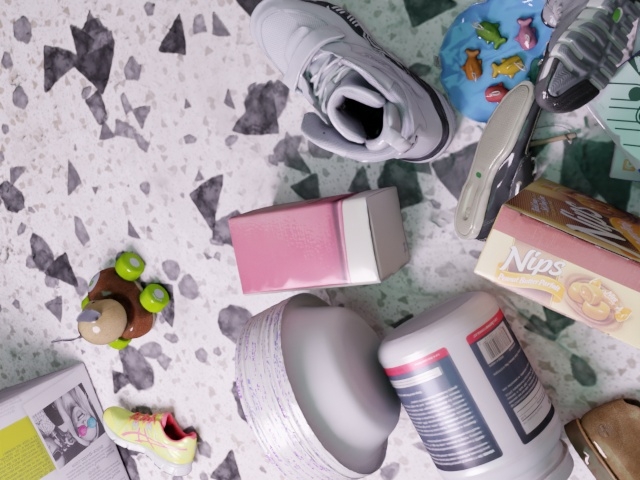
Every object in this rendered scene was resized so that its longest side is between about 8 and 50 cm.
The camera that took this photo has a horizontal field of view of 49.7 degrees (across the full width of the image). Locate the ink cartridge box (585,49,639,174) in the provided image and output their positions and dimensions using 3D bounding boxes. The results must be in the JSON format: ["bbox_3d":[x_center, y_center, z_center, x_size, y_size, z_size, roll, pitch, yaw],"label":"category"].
[{"bbox_3d":[0.419,-0.125,0.836,0.097,0.046,0.207,-39,84,29],"label":"ink cartridge box"}]

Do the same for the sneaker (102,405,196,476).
[{"bbox_3d":[-0.324,0.364,1.338,0.208,0.081,0.094,25,103,11],"label":"sneaker"}]

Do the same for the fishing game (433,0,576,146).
[{"bbox_3d":[0.251,-0.252,0.958,0.189,0.041,0.264,-5,99,23],"label":"fishing game"}]

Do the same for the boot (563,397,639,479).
[{"bbox_3d":[0.480,0.358,0.954,0.115,0.112,0.305,-38,82,16],"label":"boot"}]

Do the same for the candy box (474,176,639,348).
[{"bbox_3d":[0.313,0.008,0.830,0.182,0.316,0.088,25,110,18],"label":"candy box"}]

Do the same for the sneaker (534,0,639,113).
[{"bbox_3d":[0.311,-0.255,0.858,0.086,0.132,0.229,36,85,-25],"label":"sneaker"}]

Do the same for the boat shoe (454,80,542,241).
[{"bbox_3d":[0.260,-0.105,0.961,0.079,0.084,0.233,9,114,-16],"label":"boat shoe"}]

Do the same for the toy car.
[{"bbox_3d":[-0.400,0.130,1.253,0.155,0.188,0.149,-43,82,25],"label":"toy car"}]

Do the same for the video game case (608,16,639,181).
[{"bbox_3d":[0.515,-0.179,0.841,0.269,0.061,0.245,10,106,22],"label":"video game case"}]

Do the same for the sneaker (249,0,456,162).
[{"bbox_3d":[0.016,-0.235,0.972,0.365,0.210,0.137,39,114,12],"label":"sneaker"}]

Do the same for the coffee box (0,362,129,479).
[{"bbox_3d":[-0.634,0.487,1.353,0.337,0.338,0.335,-20,93,27],"label":"coffee box"}]

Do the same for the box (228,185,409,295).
[{"bbox_3d":[0.000,0.000,1.065,0.232,0.148,0.127,-8,97,25],"label":"box"}]

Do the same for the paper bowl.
[{"bbox_3d":[0.013,0.212,1.029,0.148,0.284,0.284,-28,89,23],"label":"paper bowl"}]

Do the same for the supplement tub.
[{"bbox_3d":[0.220,0.228,0.990,0.191,0.191,0.272,-29,88,27],"label":"supplement tub"}]
